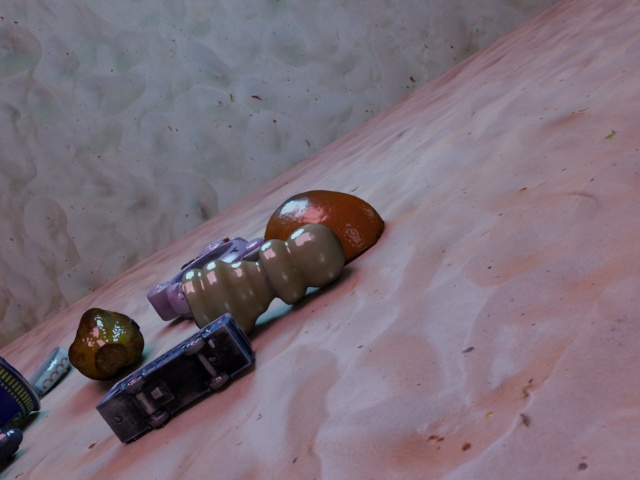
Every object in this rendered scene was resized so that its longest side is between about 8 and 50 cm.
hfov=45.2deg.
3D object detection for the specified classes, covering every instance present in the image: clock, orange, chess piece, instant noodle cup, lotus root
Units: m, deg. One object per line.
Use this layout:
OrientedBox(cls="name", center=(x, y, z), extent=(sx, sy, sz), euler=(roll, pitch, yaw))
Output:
OrientedBox(cls="clock", center=(-0.293, 0.099, 2.102), extent=(0.295, 0.113, 0.322), euler=(-41, 16, -35))
OrientedBox(cls="orange", center=(-0.004, 0.000, 1.822), extent=(0.274, 0.274, 0.310), euler=(-40, -17, -30))
OrientedBox(cls="chess piece", center=(-0.105, 0.079, 1.610), extent=(0.330, 0.182, 0.182), euler=(-26, 13, 3))
OrientedBox(cls="instant noodle cup", center=(-0.942, 0.469, 2.000), extent=(0.284, 0.284, 0.312), euler=(-19, 27, 47))
OrientedBox(cls="lotus root", center=(-0.546, 0.270, 1.972), extent=(0.193, 0.193, 0.291), euler=(-36, 10, -15))

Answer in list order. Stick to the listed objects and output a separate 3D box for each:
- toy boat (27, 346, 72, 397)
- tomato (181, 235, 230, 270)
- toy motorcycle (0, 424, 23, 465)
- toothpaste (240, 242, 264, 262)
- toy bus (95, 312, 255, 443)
OrientedBox(cls="toy boat", center=(-0.825, 0.416, 2.336), extent=(0.134, 0.079, 0.207), euler=(-33, 20, 37))
OrientedBox(cls="tomato", center=(-0.342, 0.066, 2.417), extent=(0.166, 0.082, 0.174), euler=(-36, 8, -33))
OrientedBox(cls="toy motorcycle", center=(-0.840, 0.513, 1.713), extent=(0.359, 0.125, 0.212), euler=(-30, -26, -29))
OrientedBox(cls="toothpaste", center=(-0.107, 0.026, 1.977), extent=(0.073, 0.114, 0.299), euler=(16, 37, 31))
OrientedBox(cls="toy bus", center=(-0.269, 0.257, 1.454), extent=(0.297, 0.106, 0.131), euler=(-33, 8, 7))
